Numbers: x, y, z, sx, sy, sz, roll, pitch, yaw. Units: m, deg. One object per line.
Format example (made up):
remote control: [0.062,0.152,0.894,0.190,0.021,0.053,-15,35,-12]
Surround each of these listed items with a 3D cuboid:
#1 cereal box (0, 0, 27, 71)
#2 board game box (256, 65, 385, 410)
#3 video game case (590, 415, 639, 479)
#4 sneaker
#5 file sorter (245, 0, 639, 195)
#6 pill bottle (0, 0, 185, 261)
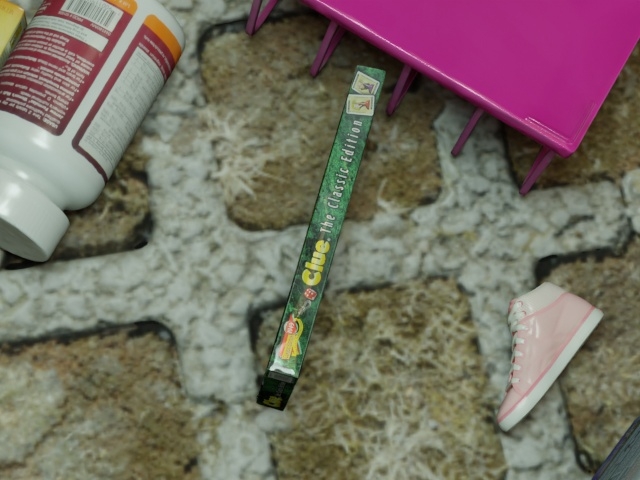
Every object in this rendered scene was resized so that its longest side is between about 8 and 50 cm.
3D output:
cereal box: [-0.371,-0.119,1.548,0.173,0.047,0.240,24,73,2]
board game box: [0.000,0.000,1.513,0.030,0.136,0.260,17,72,-3]
video game case: [0.220,0.231,1.415,0.061,0.244,0.269,38,74,3]
sneaker: [0.170,0.091,1.552,0.070,0.051,0.134,37,70,6]
file sorter: [0.107,-0.198,1.557,0.290,0.182,0.202,31,72,2]
pill bottle: [-0.210,-0.102,1.524,0.121,0.121,0.221,28,73,2]
